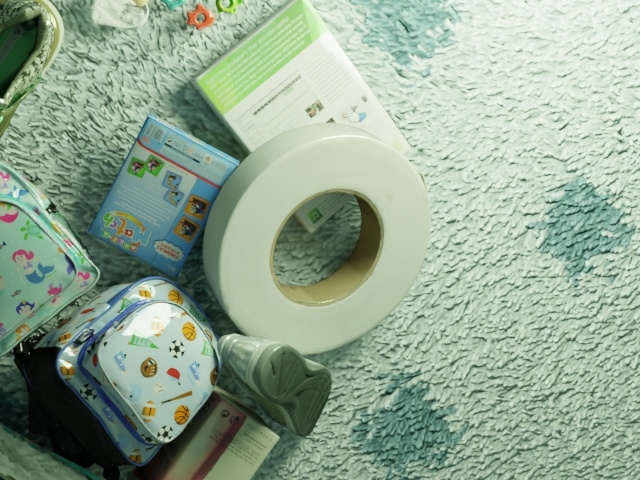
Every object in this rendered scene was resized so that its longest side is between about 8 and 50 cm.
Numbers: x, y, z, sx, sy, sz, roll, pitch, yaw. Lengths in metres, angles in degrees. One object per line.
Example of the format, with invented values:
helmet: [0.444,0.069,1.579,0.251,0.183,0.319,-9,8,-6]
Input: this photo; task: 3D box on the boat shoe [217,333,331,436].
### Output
boat shoe: [-0.068,0.229,1.816,0.118,0.103,0.320,-62,153,-12]

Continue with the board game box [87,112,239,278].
board game box: [-0.247,-0.068,1.760,0.160,0.039,0.211,28,102,-9]

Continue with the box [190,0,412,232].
box: [-0.028,-0.207,1.849,0.232,0.058,0.322,-40,110,-10]

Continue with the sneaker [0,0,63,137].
sneaker: [-0.506,-0.192,1.617,0.158,0.182,0.410,28,88,-21]

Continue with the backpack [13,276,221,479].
backpack: [-0.282,0.184,1.722,0.276,0.213,0.263,60,42,-23]

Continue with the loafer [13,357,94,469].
loafer: [-0.427,0.274,1.768,0.078,0.076,0.223,-33,111,-20]

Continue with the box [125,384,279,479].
box: [-0.198,0.361,1.823,0.127,0.148,0.232,38,84,-20]

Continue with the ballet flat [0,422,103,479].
ballet flat: [-0.479,0.352,1.704,0.409,0.147,0.147,35,86,-5]

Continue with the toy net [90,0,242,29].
toy net: [-0.246,-0.374,1.757,0.232,0.045,0.122,-25,107,-13]

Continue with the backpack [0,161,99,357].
backpack: [-0.458,0.016,1.549,0.225,0.191,0.253,-37,96,-8]

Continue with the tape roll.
tape roll: [0.000,0.000,1.820,0.392,0.072,0.392,-13,118,-25]
